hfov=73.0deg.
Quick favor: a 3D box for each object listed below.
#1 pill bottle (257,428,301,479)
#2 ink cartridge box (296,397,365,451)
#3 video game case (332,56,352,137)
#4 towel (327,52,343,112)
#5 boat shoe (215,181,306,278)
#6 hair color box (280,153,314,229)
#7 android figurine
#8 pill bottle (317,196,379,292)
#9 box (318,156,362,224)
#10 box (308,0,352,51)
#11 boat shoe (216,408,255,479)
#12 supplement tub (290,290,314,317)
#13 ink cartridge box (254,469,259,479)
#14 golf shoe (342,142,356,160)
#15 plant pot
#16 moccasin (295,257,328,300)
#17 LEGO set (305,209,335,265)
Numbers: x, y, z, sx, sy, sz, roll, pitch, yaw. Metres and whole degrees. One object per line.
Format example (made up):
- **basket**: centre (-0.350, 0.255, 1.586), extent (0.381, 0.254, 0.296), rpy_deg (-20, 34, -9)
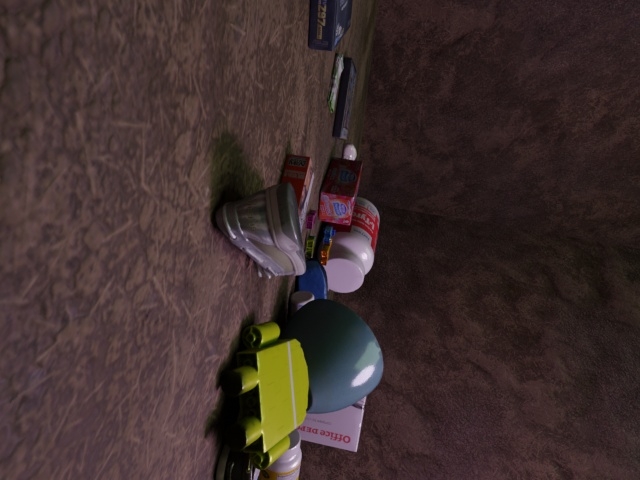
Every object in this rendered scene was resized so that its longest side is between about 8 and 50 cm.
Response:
- **pill bottle**: centre (-0.115, 0.616, 1.183), extent (0.119, 0.119, 0.209), rpy_deg (-62, 161, -71)
- **ink cartridge box**: centre (0.032, 0.532, 1.602), extent (0.166, 0.285, 0.395), rpy_deg (64, 36, -77)
- **video game case**: centre (0.095, -0.524, 1.642), extent (0.248, 0.035, 0.275), rpy_deg (-53, 152, -76)
- **towel**: centre (0.049, -0.487, 1.344), extent (0.113, 0.023, 0.152), rpy_deg (6, 95, -83)
- **boat shoe**: centre (-0.081, -0.005, 0.684), extent (0.320, 0.103, 0.118), rpy_deg (96, -14, -81)
- **hair color box**: centre (-0.057, -0.082, 0.898), extent (0.093, 0.053, 0.167), rpy_deg (78, 22, -72)
- **android figurine**: centre (-0.091, 0.277, 0.805), extent (0.273, 0.056, 0.249), rpy_deg (6, 77, -70)
- **pill bottle**: centre (0.114, 0.013, 1.774), extent (0.408, 0.228, 0.229), rpy_deg (-73, 170, -51)
- **box**: centre (0.076, -0.188, 1.605), extent (0.257, 0.122, 0.128), rpy_deg (-73, 171, -49)
- **box**: centre (0.030, -0.534, 0.929), extent (0.233, 0.059, 0.184), rpy_deg (-72, 169, -51)
- **boat shoe**: centre (-0.132, 0.365, 0.851), extent (0.228, 0.068, 0.081), rpy_deg (-72, 169, -52)
- **supplement tub**: centre (-0.051, 0.208, 1.266), extent (0.071, 0.070, 0.107), rpy_deg (-66, 157, -65)
- **ink cartridge box**: centre (-0.165, 0.550, 1.037), extent (0.083, 0.028, 0.048), rpy_deg (92, 10, -48)
- **golf shoe**: centre (0.129, -0.375, 2.064), extent (0.086, 0.069, 0.176), rpy_deg (-65, 164, -45)
- **plant pot**: centre (-0.013, 0.322, 1.105), extent (0.195, 0.290, 0.290), rpy_deg (-29, 134, -48)
- **moccasin**: centre (-0.017, 0.220, 1.370), extent (0.117, 0.137, 0.342), rpy_deg (-75, 174, -73)
- **LEGO set**: centre (0.000, 0.000, 1.388), extent (0.093, 0.086, 0.227), rpy_deg (-71, 170, -54)
